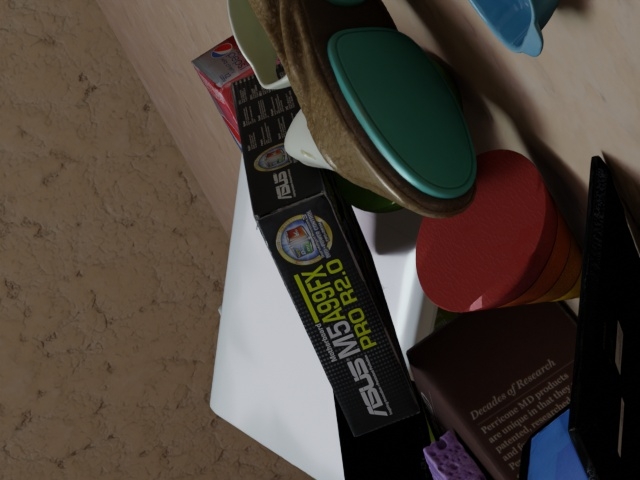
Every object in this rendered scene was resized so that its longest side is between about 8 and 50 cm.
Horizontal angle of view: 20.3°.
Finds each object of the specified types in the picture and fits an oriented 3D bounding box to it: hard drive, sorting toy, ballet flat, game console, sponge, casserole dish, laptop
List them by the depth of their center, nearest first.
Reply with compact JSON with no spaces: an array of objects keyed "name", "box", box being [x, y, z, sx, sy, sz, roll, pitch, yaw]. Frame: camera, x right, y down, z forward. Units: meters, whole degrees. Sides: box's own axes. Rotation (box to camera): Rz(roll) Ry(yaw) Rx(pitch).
[{"name":"casserole dish","box":[0.084,-0.191,1.025,0.188,0.037,0.114,55,172,9]},{"name":"laptop","box":[0.148,0.126,1.150,0.234,0.137,0.264,-78,-30,-45]},{"name":"ballet flat","box":[0.001,-0.136,1.320,0.124,0.116,0.342,-47,63,41]},{"name":"sorting toy","box":[0.105,-0.050,1.378,0.126,0.127,0.365,25,-163,-36]},{"name":"sponge","box":[0.157,0.257,1.425,0.210,0.031,0.117,51,169,40]},{"name":"game console","box":[0.059,0.185,1.540,0.107,0.071,0.122,72,-172,-49]},{"name":"hard drive","box":[0.005,0.070,1.734,0.233,0.047,0.353,30,127,30]}]

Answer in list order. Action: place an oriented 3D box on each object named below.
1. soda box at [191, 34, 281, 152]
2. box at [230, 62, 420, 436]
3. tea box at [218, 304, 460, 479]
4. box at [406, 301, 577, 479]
[{"name":"soda box","box":[-0.040,-0.109,1.983,0.083,0.092,0.263,49,170,52]},{"name":"box","box":[0.000,0.000,1.469,0.270,0.060,0.216,-105,-8,-61]},{"name":"tea box","box":[0.071,0.187,2.020,0.323,0.220,0.329,56,173,16]},{"name":"box","box":[0.235,0.228,1.446,0.381,0.143,0.191,55,172,33]}]
